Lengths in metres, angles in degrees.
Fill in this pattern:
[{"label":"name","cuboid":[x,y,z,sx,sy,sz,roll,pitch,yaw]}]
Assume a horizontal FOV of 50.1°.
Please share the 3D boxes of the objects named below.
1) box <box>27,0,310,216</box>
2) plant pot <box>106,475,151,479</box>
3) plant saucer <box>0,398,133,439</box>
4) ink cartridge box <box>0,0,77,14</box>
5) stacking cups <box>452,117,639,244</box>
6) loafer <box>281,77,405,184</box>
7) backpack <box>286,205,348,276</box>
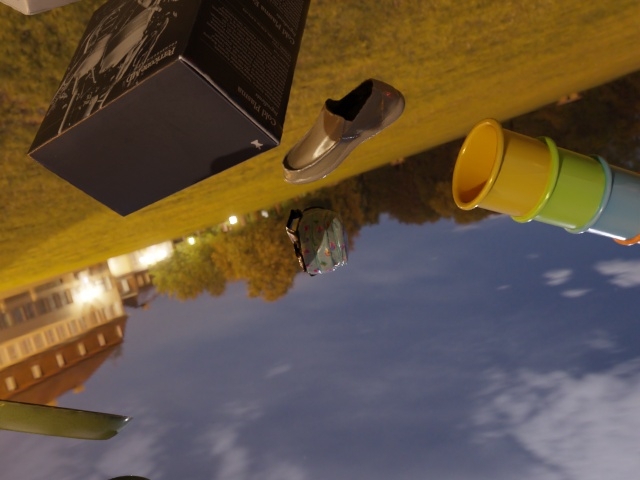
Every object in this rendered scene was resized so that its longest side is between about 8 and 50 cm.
[{"label":"box","cuboid":[-0.210,-0.247,0.990,0.343,0.313,0.179,-19,139,36]},{"label":"plant pot","cuboid":[-0.348,0.575,1.233,0.271,0.272,0.255,-18,-152,-16]},{"label":"plant saucer","cuboid":[-0.383,0.246,0.947,0.240,0.037,0.241,6,164,2]},{"label":"ink cartridge box","cuboid":[-0.432,-0.453,0.965,0.092,0.220,0.160,-31,-132,-35]},{"label":"stacking cups","cuboid":[0.297,-0.035,0.718,0.316,0.096,0.096,16,175,-15]},{"label":"loafer","cuboid":[0.026,-0.209,1.265,0.268,0.092,0.102,-37,-139,11]},{"label":"backpack","cuboid":[0.000,0.000,1.397,0.115,0.152,0.182,-18,-173,5]}]
